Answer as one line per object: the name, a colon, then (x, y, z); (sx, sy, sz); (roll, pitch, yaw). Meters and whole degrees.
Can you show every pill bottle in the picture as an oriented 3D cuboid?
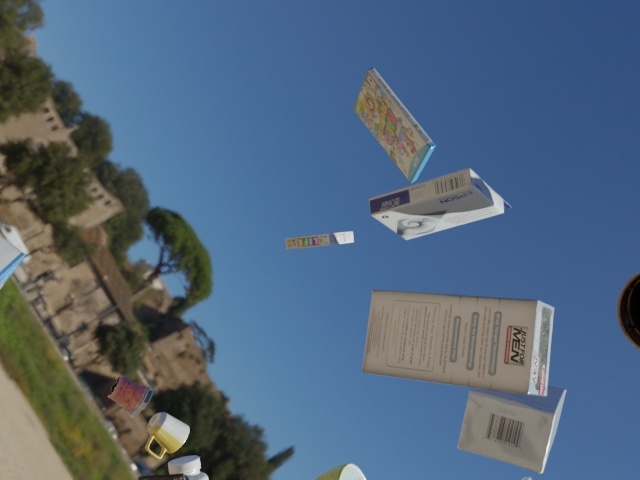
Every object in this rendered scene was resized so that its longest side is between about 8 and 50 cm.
pill bottle: (-0.327, 0.645, 2.034); (0.108, 0.108, 0.193); (168, -87, -69)

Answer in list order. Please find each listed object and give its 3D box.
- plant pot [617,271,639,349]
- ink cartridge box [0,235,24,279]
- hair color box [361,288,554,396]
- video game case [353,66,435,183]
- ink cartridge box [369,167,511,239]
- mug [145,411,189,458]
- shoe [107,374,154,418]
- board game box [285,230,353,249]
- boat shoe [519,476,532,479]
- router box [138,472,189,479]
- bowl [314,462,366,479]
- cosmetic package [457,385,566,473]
plant pot: (0.642, 0.119, 1.474); (0.167, 0.165, 0.167); (3, -84, 32)
ink cartridge box: (-0.835, 0.168, 1.695); (0.166, 0.395, 0.285); (39, 20, -10)
hair color box: (0.282, 0.209, 1.697); (0.375, 0.185, 0.114); (2, -11, 35)
video game case: (0.116, -0.184, 1.315); (0.166, 0.015, 0.119); (54, -22, 14)
ink cartridge box: (0.246, -0.059, 1.637); (0.224, 0.223, 0.045); (27, 53, -52)
mug: (-0.292, 0.362, 1.526); (0.064, 0.062, 0.078); (47, 25, -25)
shoe: (-0.418, 0.337, 1.768); (0.081, 0.063, 0.178); (29, -26, -10)
board game box: (0.000, 0.000, 1.805); (0.154, 0.103, 0.026); (-6, 89, -68)
boat shoe: (0.468, 0.659, 2.025); (0.084, 0.258, 0.095); (-2, -85, 28)
router box: (-0.298, 0.500, 1.514); (0.038, 0.092, 0.122); (71, 16, -52)
bowl: (0.013, 0.617, 1.671); (0.289, 0.156, 0.289); (-15, 90, -73)
cosmetic package: (0.502, 0.455, 2.097); (0.217, 0.156, 0.385); (13, 2, 22)
